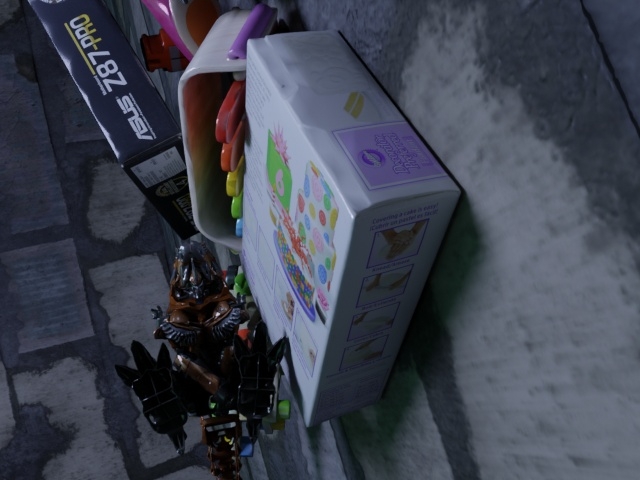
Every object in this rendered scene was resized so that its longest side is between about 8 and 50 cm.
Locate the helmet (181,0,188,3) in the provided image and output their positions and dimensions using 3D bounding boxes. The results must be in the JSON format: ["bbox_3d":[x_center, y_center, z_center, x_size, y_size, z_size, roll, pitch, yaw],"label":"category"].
[{"bbox_3d":[-0.119,-0.344,0.612,0.169,0.169,0.161,58,171,43],"label":"helmet"}]

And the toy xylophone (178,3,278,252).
[{"bbox_3d":[-0.099,-0.146,0.746,0.322,0.081,0.236,95,-172,-58],"label":"toy xylophone"}]

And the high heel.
[{"bbox_3d":[-0.207,-0.307,0.735,0.117,0.082,0.244,6,141,40],"label":"high heel"}]

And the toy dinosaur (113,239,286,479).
[{"bbox_3d":[-0.119,0.157,0.714,0.322,0.164,0.218,59,168,3],"label":"toy dinosaur"}]

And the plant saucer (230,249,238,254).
[{"bbox_3d":[-0.160,-0.096,1.071,0.241,0.037,0.240,166,90,-71],"label":"plant saucer"}]

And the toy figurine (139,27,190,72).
[{"bbox_3d":[-0.193,-0.344,0.860,0.209,0.148,0.213,-143,41,-69],"label":"toy figurine"}]

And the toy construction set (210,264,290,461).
[{"bbox_3d":[-0.094,0.163,0.886,0.327,0.151,0.215,111,166,-46],"label":"toy construction set"}]

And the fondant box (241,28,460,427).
[{"bbox_3d":[0.000,0.000,0.607,0.330,0.096,0.238,98,151,-48],"label":"fondant box"}]

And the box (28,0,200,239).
[{"bbox_3d":[-0.284,-0.193,0.935,0.318,0.097,0.395,61,173,10],"label":"box"}]
